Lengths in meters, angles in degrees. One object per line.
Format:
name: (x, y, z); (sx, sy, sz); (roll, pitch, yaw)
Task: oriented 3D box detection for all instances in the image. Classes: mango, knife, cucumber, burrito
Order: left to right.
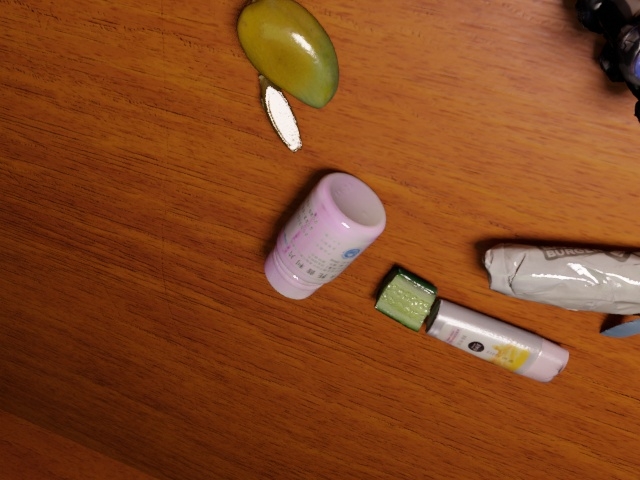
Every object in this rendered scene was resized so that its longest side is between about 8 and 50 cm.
mango: (-0.046, -0.297, 0.735); (0.130, 0.092, 0.195); (-21, 119, 32)
cucumber: (0.184, 0.115, 0.968); (0.115, 0.062, 0.117); (27, 124, 0)
burrito: (0.501, 0.069, 0.766); (0.444, 0.101, 0.139); (4, 148, 19)
knife: (0.541, 0.135, 0.752); (0.044, 0.019, 0.313); (18, 163, 11)

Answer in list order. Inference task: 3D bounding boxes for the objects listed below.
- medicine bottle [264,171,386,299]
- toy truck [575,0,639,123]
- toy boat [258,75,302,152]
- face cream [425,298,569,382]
medicine bottle: (0.000, 0.000, 0.901); (0.152, 0.152, 0.254); (36, 130, -6)
toy truck: (0.416, -0.240, 0.517); (0.176, 0.161, 0.213); (-29, 133, 32)
toy boat: (-0.072, -0.225, 0.830); (0.047, 0.049, 0.149); (-25, 114, 2)
face cream: (0.359, 0.207, 0.956); (0.269, 0.073, 0.107); (22, 139, 5)
